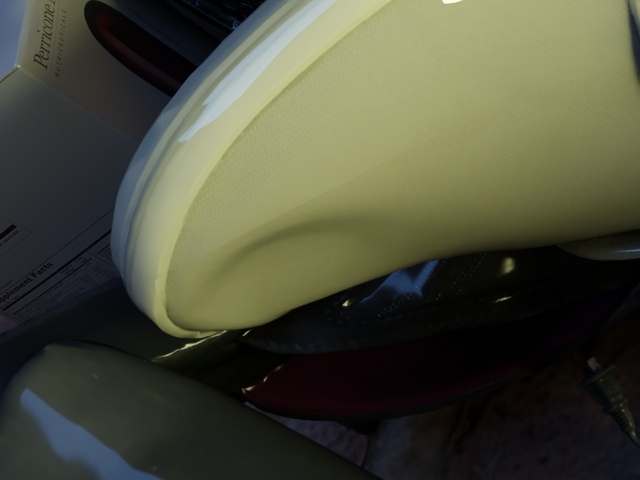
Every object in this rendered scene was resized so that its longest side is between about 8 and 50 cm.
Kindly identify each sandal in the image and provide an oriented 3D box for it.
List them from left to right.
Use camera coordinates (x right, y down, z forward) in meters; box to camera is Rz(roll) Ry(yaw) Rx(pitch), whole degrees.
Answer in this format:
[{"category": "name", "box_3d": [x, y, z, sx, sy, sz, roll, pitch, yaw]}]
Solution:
[{"category": "sandal", "box_3d": [0.030, 0.033, 0.559, 0.445, 0.167, 0.107, -30, 68, -8]}]

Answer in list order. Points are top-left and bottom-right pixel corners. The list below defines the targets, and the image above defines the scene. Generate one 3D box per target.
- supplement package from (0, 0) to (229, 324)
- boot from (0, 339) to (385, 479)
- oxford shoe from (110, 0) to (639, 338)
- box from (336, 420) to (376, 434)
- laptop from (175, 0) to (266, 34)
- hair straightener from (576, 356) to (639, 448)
[{"category": "supplement package", "box_3d": [-0.119, -0.066, 0.685, 0.149, 0.203, 0.194, -34, 43, 29]}, {"category": "boot", "box_3d": [0.081, 0.114, 0.309, 0.445, 0.146, 0.367, 24, 128, 39]}, {"category": "oxford shoe", "box_3d": [0.148, -0.066, 0.423, 0.449, 0.169, 0.130, -23, 66, -14]}, {"category": "box", "box_3d": [0.000, 0.000, 0.739, 0.147, 0.077, 0.180, -54, 38, 3]}, {"category": "laptop", "box_3d": [0.063, -0.136, 0.610, 0.264, 0.234, 0.136, 36, 109, 34]}, {"category": "hair straightener", "box_3d": [0.153, 0.064, 0.519, 0.230, 0.089, 0.047, -62, -6, -5]}]
